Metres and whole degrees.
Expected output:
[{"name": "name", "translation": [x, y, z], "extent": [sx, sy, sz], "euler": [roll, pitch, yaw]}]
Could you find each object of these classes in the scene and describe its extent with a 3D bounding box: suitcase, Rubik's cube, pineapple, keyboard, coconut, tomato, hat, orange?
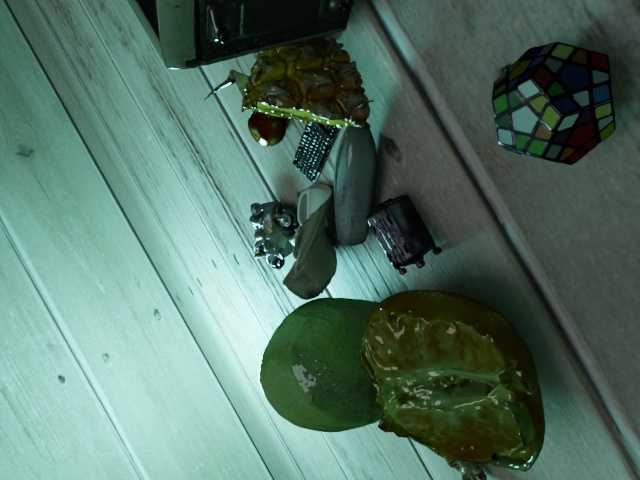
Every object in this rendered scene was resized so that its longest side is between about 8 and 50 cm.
[{"name": "suitcase", "translation": [0.141, -0.013, 0.798], "extent": [0.059, 0.086, 0.126], "euler": [-30, 89, 45]}, {"name": "Rubik's cube", "translation": [0.248, -0.145, 0.500], "extent": [0.133, 0.133, 0.112], "euler": [52, 176, 15]}, {"name": "pineapple", "translation": [-0.064, -0.285, 0.790], "extent": [0.334, 0.158, 0.161], "euler": [32, 119, 53]}, {"name": "keyboard", "translation": [-0.006, -0.203, 0.924], "extent": [0.072, 0.023, 0.231], "euler": [50, 148, 13]}, {"name": "coconut", "translation": [0.028, 0.260, 0.986], "extent": [0.281, 0.328, 0.328], "euler": [60, 150, 9]}, {"name": "tomato", "translation": [-0.118, -0.246, 1.005], "extent": [0.087, 0.075, 0.087], "euler": [37, 145, 31]}, {"name": "hat", "translation": [0.000, 0.000, 1.015], "extent": [0.164, 0.219, 0.226], "euler": [31, 116, -17]}, {"name": "orange", "translation": [0.220, 0.220, 0.758], "extent": [0.262, 0.196, 0.334], "euler": [-16, 100, 55]}]

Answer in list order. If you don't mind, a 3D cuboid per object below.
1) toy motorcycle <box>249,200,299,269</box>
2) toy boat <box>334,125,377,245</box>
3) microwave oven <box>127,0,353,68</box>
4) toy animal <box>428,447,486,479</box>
[{"name": "toy motorcycle", "translation": [-0.130, -0.030, 1.202], "extent": [0.152, 0.073, 0.225], "euler": [41, 136, 17]}, {"name": "toy boat", "translation": [0.060, -0.104, 0.858], "extent": [0.085, 0.078, 0.260], "euler": [-115, 18, -45]}, {"name": "microwave oven", "translation": [-0.091, -0.445, 0.540], "extent": [0.247, 0.333, 0.394], "euler": [51, 150, 23]}, {"name": "toy animal", "translation": [0.257, 0.438, 1.028], "extent": [0.241, 0.057, 0.099], "euler": [28, 137, 42]}]
